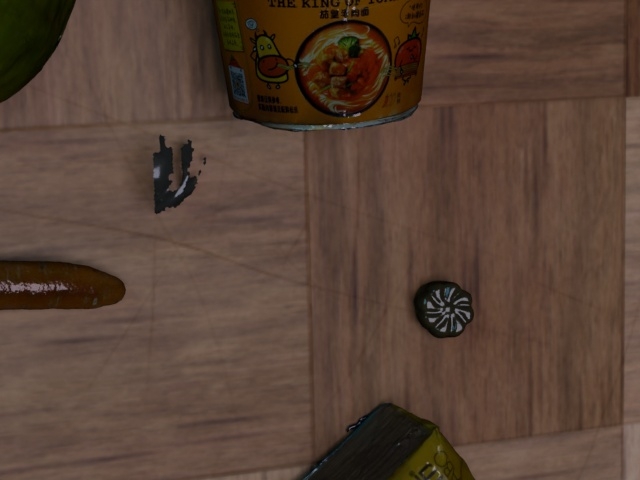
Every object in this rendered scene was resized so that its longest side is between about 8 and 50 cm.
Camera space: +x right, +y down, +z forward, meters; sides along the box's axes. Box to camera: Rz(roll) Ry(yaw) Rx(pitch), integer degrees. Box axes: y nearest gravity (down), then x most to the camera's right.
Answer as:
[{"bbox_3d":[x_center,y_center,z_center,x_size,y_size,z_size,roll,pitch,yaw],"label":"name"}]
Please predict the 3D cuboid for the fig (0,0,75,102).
[{"bbox_3d":[-0.262,-0.239,1.210,0.314,0.233,0.233,-39,109,-15],"label":"fig"}]

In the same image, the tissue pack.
[{"bbox_3d":[0.096,0.317,1.459,0.192,0.134,0.271,-43,110,-14],"label":"tissue pack"}]

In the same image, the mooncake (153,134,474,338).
[{"bbox_3d":[-0.007,0.001,1.429,0.347,0.057,0.150,8,83,-26],"label":"mooncake"}]

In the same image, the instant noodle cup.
[{"bbox_3d":[0.001,-0.194,1.325,0.216,0.216,0.172,-9,110,-18],"label":"instant noodle cup"}]

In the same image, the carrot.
[{"bbox_3d":[-0.236,0.037,1.354,0.139,0.048,0.048,1,98,-22],"label":"carrot"}]
